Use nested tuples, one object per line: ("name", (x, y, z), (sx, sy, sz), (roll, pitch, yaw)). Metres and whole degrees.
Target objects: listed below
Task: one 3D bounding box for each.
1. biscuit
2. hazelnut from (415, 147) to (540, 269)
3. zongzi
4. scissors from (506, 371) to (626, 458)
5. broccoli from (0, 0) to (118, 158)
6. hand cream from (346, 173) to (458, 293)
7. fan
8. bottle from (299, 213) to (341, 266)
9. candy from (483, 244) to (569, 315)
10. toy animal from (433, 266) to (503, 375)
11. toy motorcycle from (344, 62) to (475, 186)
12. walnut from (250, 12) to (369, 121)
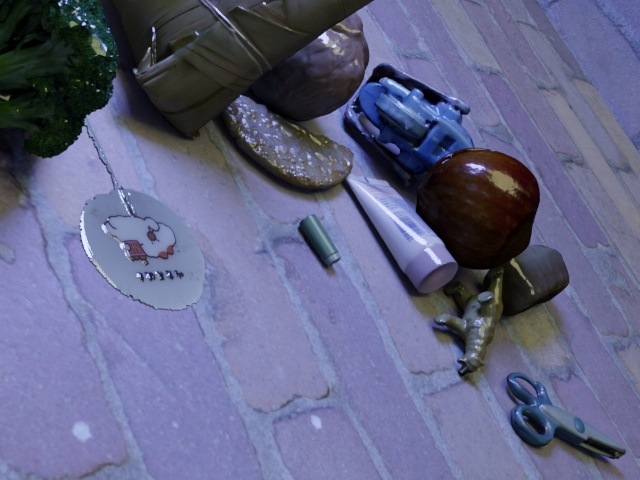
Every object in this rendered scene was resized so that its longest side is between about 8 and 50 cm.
("biscuit", (-0.053, -0.146, 1.555), (0.290, 0.038, 0.141), (23, 41, -33))
("hazelnut", (0.269, -0.050, 1.662), (0.218, 0.233, 0.218), (8, 49, -9))
("zongzi", (-0.154, -0.424, 1.446), (0.447, 0.418, 0.181), (65, 7, 25))
("scissors", (0.433, 0.326, 1.661), (0.289, 0.041, 0.138), (28, 39, -25))
("broccoli", (-0.364, -0.242, 1.112), (0.294, 0.265, 0.245), (43, 59, 9))
("hand cream", (0.135, -0.025, 1.640), (0.133, 0.083, 0.247), (11, 38, -49))
("fan", (-0.254, -0.051, 1.239), (0.191, 0.009, 0.329), (-2, 59, -51))
("bottle", (0.000, 0.000, 1.478), (0.083, 0.030, 0.030), (57, 33, 10))
("candy", (0.398, 0.074, 1.823), (0.234, 0.102, 0.104), (-13, 67, -54))
("toy animal", (0.267, 0.136, 1.626), (0.101, 0.103, 0.218), (68, 24, -16))
("toy motorcycle", (0.210, -0.217, 1.815), (0.319, 0.182, 0.241), (34, 35, -26))
("walnut", (-0.021, -0.310, 1.596), (0.224, 0.224, 0.224), (32, 36, -27))
